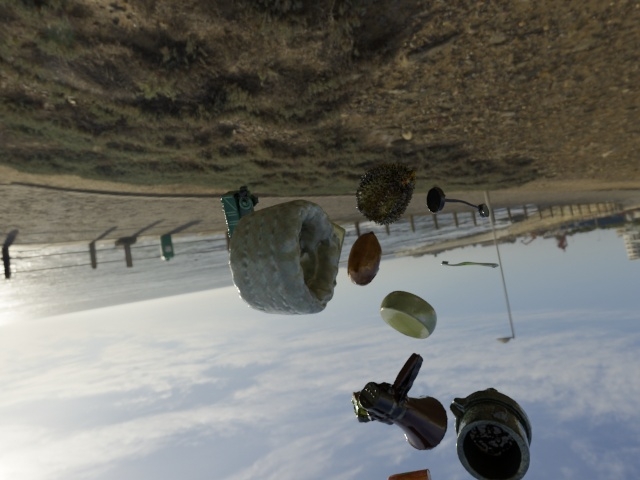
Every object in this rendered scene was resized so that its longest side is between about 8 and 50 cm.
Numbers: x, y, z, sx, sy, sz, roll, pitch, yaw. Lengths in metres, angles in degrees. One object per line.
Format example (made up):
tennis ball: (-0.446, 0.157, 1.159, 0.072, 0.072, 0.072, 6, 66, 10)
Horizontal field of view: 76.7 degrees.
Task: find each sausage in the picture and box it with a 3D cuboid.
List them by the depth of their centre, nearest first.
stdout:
sausage: (0.421, 1.170, 1.973, 0.234, 0.071, 0.071, -21, 172, 19)

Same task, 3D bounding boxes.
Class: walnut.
walnut: (0.147, 0.056, 1.332, 0.115, 0.207, 0.116, 13, 152, 7)

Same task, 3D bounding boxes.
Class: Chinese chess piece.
Chinese chess piece: (0.380, 0.323, 1.757, 0.250, 0.250, 0.101, -16, -145, 56)

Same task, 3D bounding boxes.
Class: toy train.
toy train: (-0.364, -0.117, 1.883, 0.154, 0.270, 0.115, -5, -160, 10)

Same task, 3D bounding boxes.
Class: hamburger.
hamburger: (0.283, 0.883, 2.172, 0.213, 0.126, 0.235, -11, -174, -5)

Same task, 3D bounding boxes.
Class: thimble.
thimble: (-0.083, 0.042, 1.054, 0.195, 0.292, 0.291, -6, 177, 26)

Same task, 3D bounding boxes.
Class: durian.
durian: (0.293, -0.216, 1.801, 0.257, 0.258, 0.293, -6, 133, -36)

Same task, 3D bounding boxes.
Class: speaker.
speaker: (0.316, 0.571, 1.424, 0.259, 0.329, 0.198, -39, -148, 14)

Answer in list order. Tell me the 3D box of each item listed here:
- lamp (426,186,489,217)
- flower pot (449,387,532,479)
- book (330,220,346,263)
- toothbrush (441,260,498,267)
lamp: (0.610, -0.160, 1.814, 0.370, 0.130, 0.108, 2, 163, -39)
flower pot: (0.627, 0.706, 1.512, 0.298, 0.300, 0.282, -12, 178, 26)
book: (0.000, 0.000, 1.349, 0.013, 0.168, 0.192, -15, -144, -41)
toothbrush: (0.686, 0.112, 1.871, 0.262, 0.026, 0.022, 2, 145, 39)
